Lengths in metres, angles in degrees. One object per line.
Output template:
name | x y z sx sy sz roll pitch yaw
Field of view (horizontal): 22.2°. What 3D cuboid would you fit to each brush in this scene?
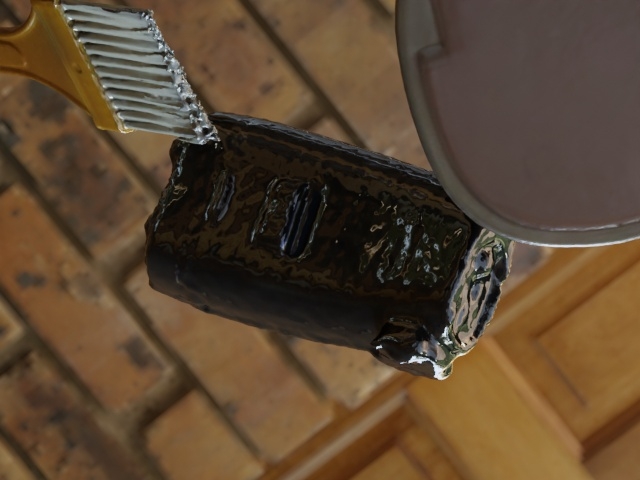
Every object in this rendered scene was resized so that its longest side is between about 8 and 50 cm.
brush | -0.181 -0.105 0.894 0.314 0.017 0.090 12 139 41

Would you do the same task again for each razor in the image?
razor | 0.003 0.001 1.458 0.327 0.189 0.107 17 172 26

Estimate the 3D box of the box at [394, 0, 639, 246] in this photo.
box | 0.193 -0.156 1.281 0.301 0.301 0.216 50 -173 -10
